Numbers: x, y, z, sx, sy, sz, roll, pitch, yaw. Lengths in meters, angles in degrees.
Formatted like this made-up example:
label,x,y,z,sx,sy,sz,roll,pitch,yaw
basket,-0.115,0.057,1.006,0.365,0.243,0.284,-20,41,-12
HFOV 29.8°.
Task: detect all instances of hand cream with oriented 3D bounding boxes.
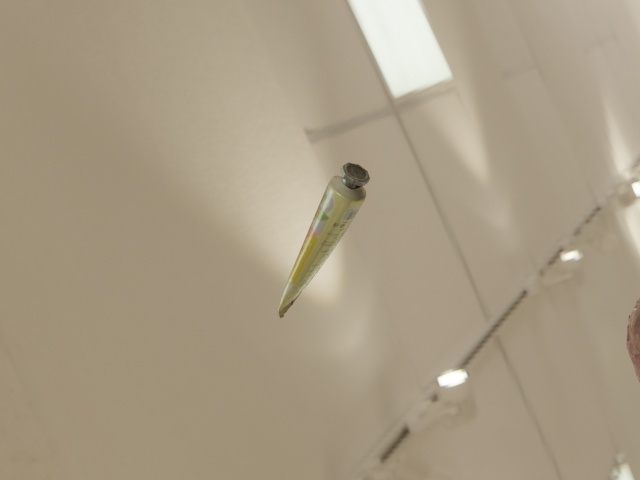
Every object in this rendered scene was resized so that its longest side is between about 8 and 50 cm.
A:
label,x,y,z,sx,sy,sz,roll,pitch,yaw
hand cream,0.000,0.000,0.676,0.022,0.102,0.035,32,-144,5

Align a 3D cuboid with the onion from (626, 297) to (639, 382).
label,x,y,z,sx,sy,sz,roll,pitch,yaw
onion,0.384,0.055,1.132,0.120,0.227,0.283,39,177,-3
